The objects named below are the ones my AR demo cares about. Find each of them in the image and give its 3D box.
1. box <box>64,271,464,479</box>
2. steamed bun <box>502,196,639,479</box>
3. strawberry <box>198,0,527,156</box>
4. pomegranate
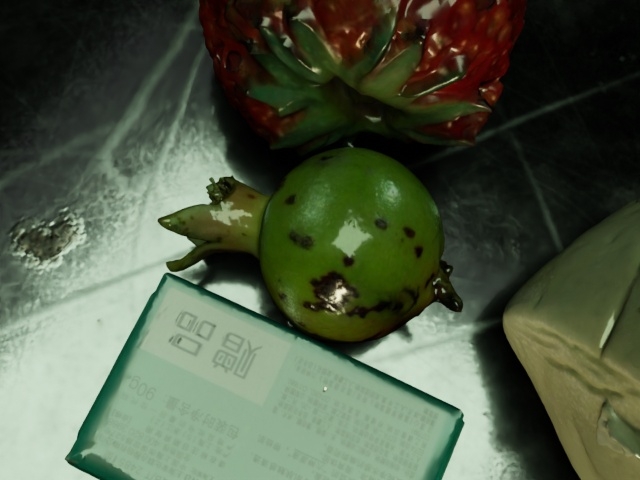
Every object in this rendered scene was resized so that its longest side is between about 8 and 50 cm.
[{"bbox_3d":[-0.039,0.147,0.589,0.245,0.092,0.153,26,74,1],"label":"box"},{"bbox_3d":[0.329,0.132,0.550,0.247,0.236,0.383,-32,81,-13],"label":"steamed bun"},{"bbox_3d":[0.033,-0.216,0.618,0.250,0.238,0.288,10,65,-7],"label":"strawberry"},{"bbox_3d":[-0.010,0.009,0.599,0.220,0.156,0.156,-8,76,6],"label":"pomegranate"}]
